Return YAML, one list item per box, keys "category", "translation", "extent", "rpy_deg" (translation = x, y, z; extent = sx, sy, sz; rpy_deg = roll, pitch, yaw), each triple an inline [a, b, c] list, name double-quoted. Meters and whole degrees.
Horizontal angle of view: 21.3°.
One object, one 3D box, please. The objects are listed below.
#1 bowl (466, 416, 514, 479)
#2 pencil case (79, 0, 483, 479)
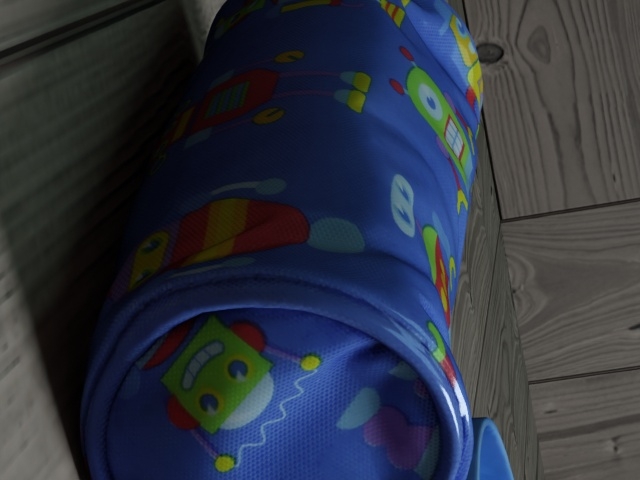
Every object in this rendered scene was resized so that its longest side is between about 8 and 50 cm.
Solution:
- category: "bowl"
  translation: [0.089, 0.299, 0.982]
  extent: [0.391, 0.077, 0.391]
  rpy_deg: [-9, 90, -80]
- category: "pencil case"
  translation: [0.000, 0.000, 0.614]
  extent: [0.133, 0.119, 0.306]
  rpy_deg: [51, 22, -20]
